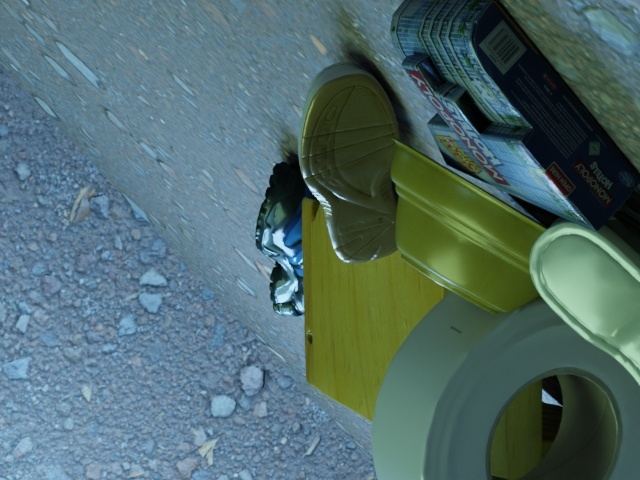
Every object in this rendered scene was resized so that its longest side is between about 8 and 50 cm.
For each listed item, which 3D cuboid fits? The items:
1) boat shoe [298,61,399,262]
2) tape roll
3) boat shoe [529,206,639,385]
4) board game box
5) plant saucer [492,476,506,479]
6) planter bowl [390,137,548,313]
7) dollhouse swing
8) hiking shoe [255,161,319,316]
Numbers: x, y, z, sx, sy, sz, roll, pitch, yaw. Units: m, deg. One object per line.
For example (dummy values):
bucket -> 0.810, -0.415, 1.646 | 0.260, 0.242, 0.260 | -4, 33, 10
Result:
boat shoe -> 0.024, -0.090, 1.863 | 0.277, 0.098, 0.096 | 82, 176, -54
tape roll -> 0.192, 0.177, 1.775 | 0.286, 0.286, 0.100 | 49, 169, -27
boat shoe -> 0.296, 0.090, 1.516 | 0.305, 0.109, 0.091 | 48, -147, 2
board game box -> 0.131, -0.104, 1.502 | 0.194, 0.060, 0.194 | 47, 168, -21
plant saucer -> 0.250, 0.262, 2.076 | 0.200, 0.037, 0.200 | 9, -174, -1
planter bowl -> 0.133, 0.003, 1.658 | 0.217, 0.090, 0.217 | 31, -177, -2
dollhouse swing -> 0.187, 0.100, 2.101 | 0.347, 0.305, 0.315 | -159, 66, -65
hiking shoe -> 0.000, 0.000, 2.366 | 0.132, 0.113, 0.304 | 9, 153, 12
